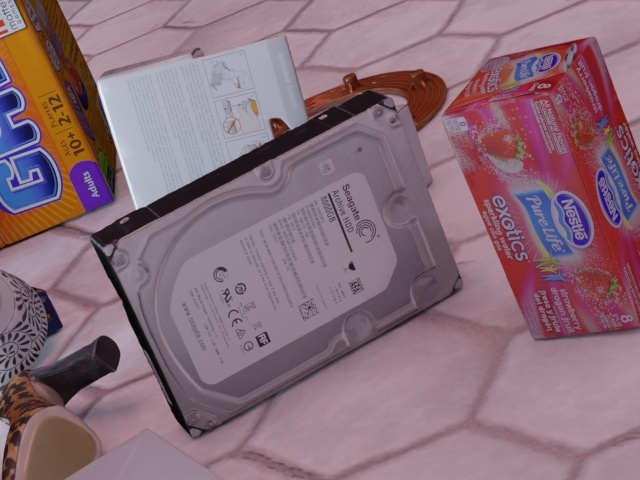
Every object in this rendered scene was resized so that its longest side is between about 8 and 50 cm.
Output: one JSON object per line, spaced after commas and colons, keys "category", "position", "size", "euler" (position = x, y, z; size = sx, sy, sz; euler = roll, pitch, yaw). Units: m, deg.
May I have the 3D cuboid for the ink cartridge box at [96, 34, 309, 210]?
{"category": "ink cartridge box", "position": [-0.117, -0.098, 2.022], "size": [0.238, 0.275, 0.060], "euler": [-13, 15, 10]}

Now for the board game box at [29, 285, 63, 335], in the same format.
{"category": "board game box", "position": [-0.452, 0.111, 2.154], "size": [0.194, 0.060, 0.194], "euler": [-29, 22, -16]}

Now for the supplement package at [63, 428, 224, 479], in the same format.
{"category": "supplement package", "position": [-0.143, 0.293, 1.332], "size": [0.204, 0.145, 0.262], "euler": [-31, 23, -21]}

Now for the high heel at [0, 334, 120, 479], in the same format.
{"category": "high heel", "position": [-0.317, 0.225, 1.774], "size": [0.186, 0.093, 0.261], "euler": [-30, 24, 34]}

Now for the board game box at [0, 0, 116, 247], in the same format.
{"category": "board game box", "position": [-0.546, -0.205, 2.566], "size": [0.356, 0.356, 0.356], "euler": [-22, 22, 3]}

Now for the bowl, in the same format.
{"category": "bowl", "position": [-0.420, 0.090, 2.022], "size": [0.170, 0.080, 0.170], "euler": [0, 59, 0]}

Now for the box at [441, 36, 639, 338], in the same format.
{"category": "box", "position": [0.232, -0.047, 1.599], "size": [0.122, 0.257, 0.128], "euler": [-8, 26, 36]}

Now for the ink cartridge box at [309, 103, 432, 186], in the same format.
{"category": "ink cartridge box", "position": [0.053, -0.102, 2.089], "size": [0.150, 0.109, 0.063], "euler": [-5, 24, 36]}

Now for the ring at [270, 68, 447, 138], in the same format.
{"category": "ring", "position": [0.018, -0.170, 2.382], "size": [0.336, 0.032, 0.336], "euler": [-19, 22, 8]}

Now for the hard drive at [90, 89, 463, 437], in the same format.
{"category": "hard drive", "position": [-0.037, 0.023, 1.727], "size": [0.339, 0.237, 0.064], "euler": [-28, 23, -15]}
